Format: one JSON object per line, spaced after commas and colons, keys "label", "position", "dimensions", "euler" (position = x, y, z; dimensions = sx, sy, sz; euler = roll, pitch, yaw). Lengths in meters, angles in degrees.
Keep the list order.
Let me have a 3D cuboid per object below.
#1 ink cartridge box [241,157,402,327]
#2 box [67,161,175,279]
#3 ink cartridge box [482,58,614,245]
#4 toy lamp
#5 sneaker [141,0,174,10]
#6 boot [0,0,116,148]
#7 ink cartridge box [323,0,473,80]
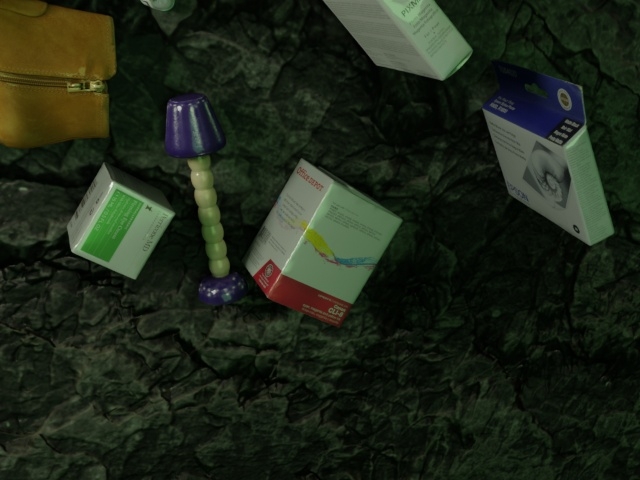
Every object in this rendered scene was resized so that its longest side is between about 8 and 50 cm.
{"label": "ink cartridge box", "position": [0.000, 0.000, 0.936], "dimensions": [0.127, 0.128, 0.176], "euler": [26, 99, -28]}
{"label": "box", "position": [-0.249, -0.025, 0.842], "dimensions": [0.087, 0.102, 0.101], "euler": [29, 96, -30]}
{"label": "ink cartridge box", "position": [0.307, -0.129, 0.955], "dimensions": [0.045, 0.223, 0.224], "euler": [-27, 117, -4]}
{"label": "toy lamp", "position": [-0.150, -0.052, 0.888], "dimensions": [0.080, 0.080, 0.275], "euler": [-13, 116, -17]}
{"label": "sneaker", "position": [-0.204, -0.298, 0.771], "dimensions": [0.098, 0.069, 0.038], "euler": [38, 93, -29]}
{"label": "boot", "position": [-0.334, -0.245, 0.733], "dimensions": [0.211, 0.104, 0.295], "euler": [-11, 119, -23]}
{"label": "ink cartridge box", "position": [0.054, -0.296, 0.808], "dimensions": [0.066, 0.189, 0.232], "euler": [-44, 119, -1]}
